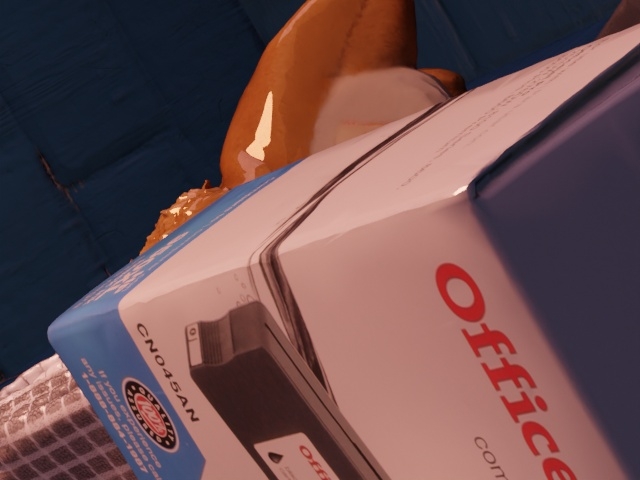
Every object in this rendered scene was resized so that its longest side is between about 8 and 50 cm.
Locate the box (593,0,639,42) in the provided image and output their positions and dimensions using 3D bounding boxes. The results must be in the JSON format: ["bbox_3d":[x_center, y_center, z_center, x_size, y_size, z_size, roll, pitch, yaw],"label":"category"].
[{"bbox_3d":[0.414,-0.240,1.547,0.293,0.212,0.395,-41,-14,-53],"label":"box"}]

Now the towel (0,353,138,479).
[{"bbox_3d":[-0.065,0.153,1.276,0.284,0.235,0.121,-27,12,29],"label":"towel"}]

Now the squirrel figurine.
[{"bbox_3d":[0.000,0.000,1.765,0.397,0.281,0.370,-41,-8,-13],"label":"squirrel figurine"}]

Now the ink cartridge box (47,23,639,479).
[{"bbox_3d":[0.076,0.090,0.945,0.166,0.285,0.395,-37,10,-33],"label":"ink cartridge box"}]
